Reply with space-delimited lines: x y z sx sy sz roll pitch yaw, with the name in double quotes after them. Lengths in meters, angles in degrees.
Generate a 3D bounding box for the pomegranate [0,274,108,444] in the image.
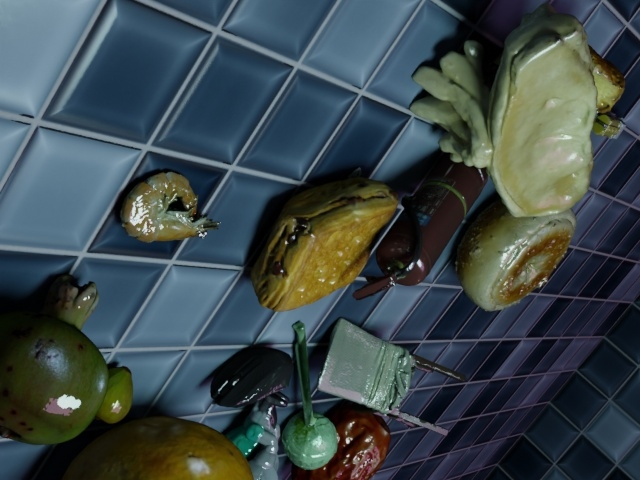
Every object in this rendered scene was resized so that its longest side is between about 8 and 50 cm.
-0.337 0.157 1.129 0.210 0.179 0.179 -38 153 -40 "pomegranate"

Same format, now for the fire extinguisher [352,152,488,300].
0.166 -0.023 1.536 0.141 0.105 0.341 -27 -162 49 "fire extinguisher"

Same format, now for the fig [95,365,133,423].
-0.310 0.225 1.350 0.088 0.074 0.074 -60 154 -13 "fig"

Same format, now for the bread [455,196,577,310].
0.406 0.014 1.942 0.305 0.159 0.305 -32 145 -26 "bread"

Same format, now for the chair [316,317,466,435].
0.117 0.284 1.887 0.319 0.186 0.160 23 79 -19 "chair"

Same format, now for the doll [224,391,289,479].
-0.133 0.425 1.749 0.258 0.153 0.195 -60 176 32 "doll"

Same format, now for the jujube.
0.044 0.483 2.045 0.250 0.174 0.174 -47 152 8 "jujube"

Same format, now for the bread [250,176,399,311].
0.000 0.000 1.449 0.235 0.099 0.210 -20 146 -45 "bread"

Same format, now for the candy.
-0.026 0.311 1.826 0.119 0.119 0.440 -31 141 -26 "candy"

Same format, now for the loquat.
-0.255 0.436 1.431 0.328 0.328 0.328 -33 149 -23 "loquat"

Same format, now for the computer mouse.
-0.118 0.232 1.587 0.172 0.099 0.057 -28 138 -34 "computer mouse"

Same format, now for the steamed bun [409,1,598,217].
0.289 -0.194 1.437 0.247 0.189 0.428 -27 144 2 "steamed bun"

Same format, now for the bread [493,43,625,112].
0.374 -0.277 1.541 0.260 0.134 0.129 -13 147 29 "bread"

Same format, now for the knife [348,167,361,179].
0.062 -0.087 1.506 0.027 0.010 0.096 -39 151 -12 "knife"

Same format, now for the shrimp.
-0.195 -0.040 1.207 0.180 0.041 0.099 15 100 -57 "shrimp"

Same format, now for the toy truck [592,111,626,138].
0.620 -0.252 1.983 0.123 0.063 0.052 0 127 -53 "toy truck"
